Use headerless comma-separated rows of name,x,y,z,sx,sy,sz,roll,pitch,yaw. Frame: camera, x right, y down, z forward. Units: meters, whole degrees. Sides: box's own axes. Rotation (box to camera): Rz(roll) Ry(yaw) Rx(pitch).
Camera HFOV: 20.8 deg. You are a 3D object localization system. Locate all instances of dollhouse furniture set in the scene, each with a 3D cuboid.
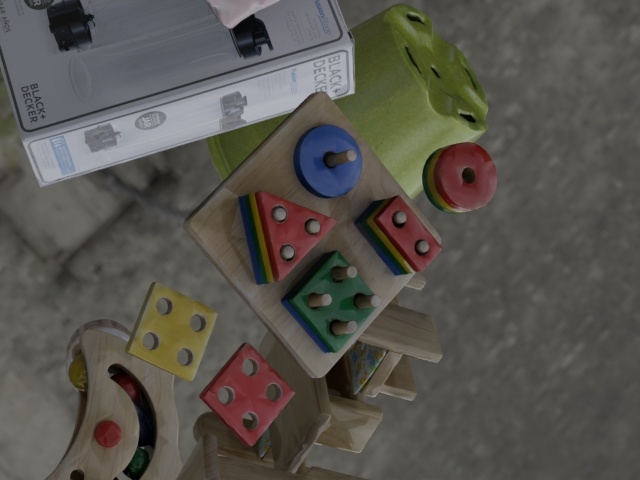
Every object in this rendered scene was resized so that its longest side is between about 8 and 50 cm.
dollhouse furniture set,-0.034,0.129,1.215,0.161,0.242,0.212,16,126,-21

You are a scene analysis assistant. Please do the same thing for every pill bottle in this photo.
pill bottle,-0.251,0.135,2.016,0.086,0.086,0.152,-46,-172,-3

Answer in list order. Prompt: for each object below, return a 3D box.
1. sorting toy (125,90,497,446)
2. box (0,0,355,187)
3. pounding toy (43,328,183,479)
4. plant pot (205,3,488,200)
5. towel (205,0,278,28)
sorting toy,0.000,0.000,1.088,0.274,0.132,0.046,-46,-163,-25
box,-0.130,-0.172,1.503,0.290,0.169,0.087,-18,154,-6
pounding toy,-0.238,0.242,1.883,0.154,0.269,0.155,-1,164,-17
plant pot,0.047,-0.135,2.039,0.254,0.276,0.276,-36,164,25
towel,-0.030,-0.377,1.352,0.317,0.332,0.053,-31,-160,5
